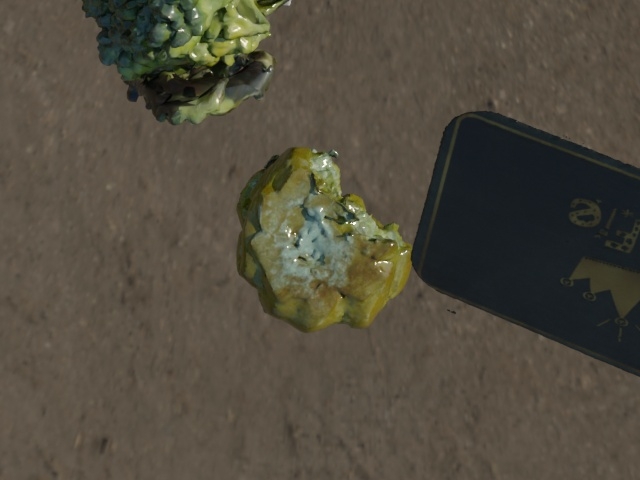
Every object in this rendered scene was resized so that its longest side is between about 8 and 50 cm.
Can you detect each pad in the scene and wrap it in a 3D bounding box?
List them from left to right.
[{"bbox_3d":[0.254,0.028,1.047,0.376,0.063,0.315,22,141,11],"label":"pad"}]

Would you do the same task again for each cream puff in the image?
[{"bbox_3d":[-0.004,0.004,1.495,0.195,0.195,0.221,-38,91,19],"label":"cream puff"}]

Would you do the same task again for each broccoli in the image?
[{"bbox_3d":[-0.151,-0.282,1.332,0.272,0.324,0.334,22,153,-1],"label":"broccoli"}]

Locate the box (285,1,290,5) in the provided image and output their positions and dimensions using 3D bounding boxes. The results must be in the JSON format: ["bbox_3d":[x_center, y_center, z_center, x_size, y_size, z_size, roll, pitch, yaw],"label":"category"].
[{"bbox_3d":[-0.159,-0.447,1.752,0.274,0.116,0.203,6,140,-7],"label":"box"}]
